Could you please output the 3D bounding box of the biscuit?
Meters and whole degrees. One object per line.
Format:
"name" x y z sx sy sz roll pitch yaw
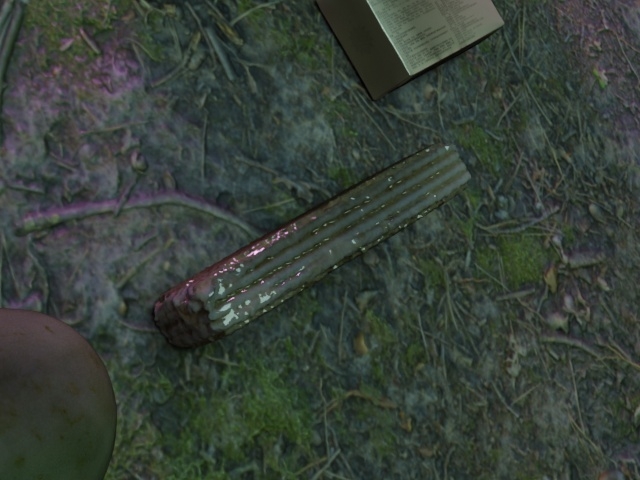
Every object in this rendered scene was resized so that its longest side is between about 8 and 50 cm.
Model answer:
"biscuit" 0.000 0.000 1.255 0.426 0.144 0.079 -31 94 -33

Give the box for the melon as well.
"melon" -0.324 0.191 0.934 0.308 0.272 0.272 -21 87 -29

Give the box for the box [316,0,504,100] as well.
"box" 0.125 -0.317 1.454 0.212 0.095 0.168 -32 95 -35
